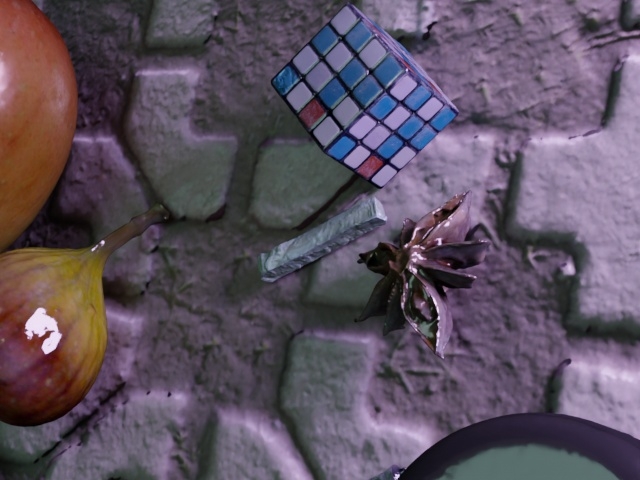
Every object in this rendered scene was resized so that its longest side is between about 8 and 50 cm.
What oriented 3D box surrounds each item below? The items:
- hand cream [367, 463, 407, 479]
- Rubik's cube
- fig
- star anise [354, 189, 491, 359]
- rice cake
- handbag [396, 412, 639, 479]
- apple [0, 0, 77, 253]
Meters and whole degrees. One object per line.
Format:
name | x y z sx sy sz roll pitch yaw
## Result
hand cream | 0.031 0.197 1.004 0.093 0.019 0.030 -39 58 24
Rubik's cube | 0.035 -0.114 1.064 0.092 0.092 0.092 -44 55 12
fig | -0.228 0.064 1.172 0.160 0.231 0.143 25 130 38
star anise | 0.077 0.034 1.002 0.124 0.056 0.129 -32 43 23
rice cake | 0.000 0.000 1.090 0.121 0.021 0.022 -28 50 23
handbag | 0.141 0.259 0.844 0.254 0.093 0.308 -9 67 24
apple | -0.401 -0.107 1.198 0.338 0.338 0.305 15 70 36
